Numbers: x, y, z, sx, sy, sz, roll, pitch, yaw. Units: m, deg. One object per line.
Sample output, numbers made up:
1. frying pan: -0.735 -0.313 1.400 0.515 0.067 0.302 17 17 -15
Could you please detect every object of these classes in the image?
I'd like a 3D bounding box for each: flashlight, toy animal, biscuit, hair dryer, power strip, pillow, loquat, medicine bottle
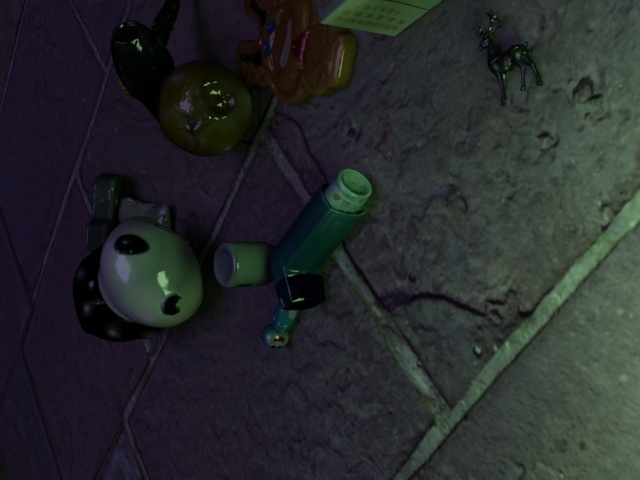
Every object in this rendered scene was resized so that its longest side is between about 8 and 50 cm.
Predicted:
1. flashlight: -0.067 0.137 1.464 0.051 0.051 0.129 45 122 42
2. toy animal: -0.374 0.088 1.706 0.310 0.250 0.251 -34 65 56
3. biscuit: -0.055 -0.345 1.430 0.333 0.047 0.202 34 117 46
4. hair dryer: -0.305 -0.416 1.696 0.120 0.304 0.360 4 63 18
5. power strip: -0.523 -0.023 1.977 0.194 0.059 0.265 -112 28 -77
6. pillow: -0.408 -0.024 1.903 0.229 0.050 0.148 14 109 52
7. loquat: -0.222 -0.246 1.544 0.227 0.179 0.179 178 90 -66
8. medicine bottle: 0.000 0.000 1.344 0.258 0.079 0.124 -54 48 38
9. medicine bottle: -0.117 0.042 1.455 0.080 0.130 0.080 0 90 52

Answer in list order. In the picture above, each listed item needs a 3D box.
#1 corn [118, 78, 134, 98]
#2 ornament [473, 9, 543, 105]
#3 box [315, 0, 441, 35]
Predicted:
1. corn: -0.393 -0.348 1.853 0.203 0.072 0.072 24 110 49
2. ornament: 0.240 -0.245 1.064 0.073 0.028 0.125 -28 71 50
3. box: 0.117 -0.370 1.121 0.233 0.149 0.067 -27 73 50
